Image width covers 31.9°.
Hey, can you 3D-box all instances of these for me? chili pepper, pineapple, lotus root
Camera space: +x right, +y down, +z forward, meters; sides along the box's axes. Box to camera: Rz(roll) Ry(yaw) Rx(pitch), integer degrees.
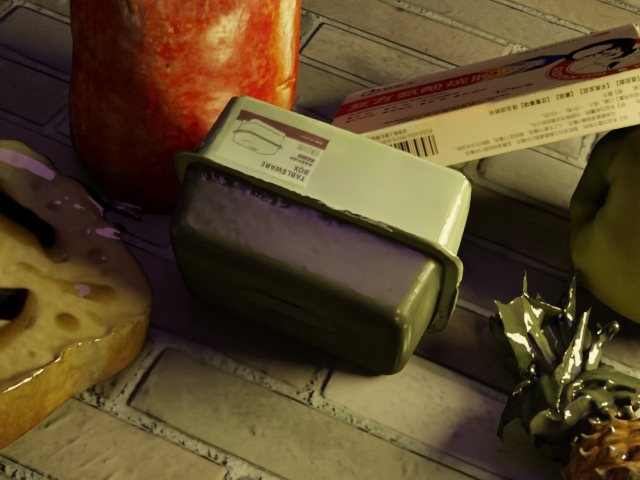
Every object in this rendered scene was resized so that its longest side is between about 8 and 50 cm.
[{"bbox_3d":[-0.148,-0.206,1.209,0.251,0.305,0.229,3,43,-3],"label":"chili pepper"},{"bbox_3d":[0.248,0.168,1.046,0.165,0.166,0.364,-7,39,-18],"label":"pineapple"},{"bbox_3d":[-0.346,0.041,1.049,0.374,0.111,0.390,10,38,-8],"label":"lotus root"}]

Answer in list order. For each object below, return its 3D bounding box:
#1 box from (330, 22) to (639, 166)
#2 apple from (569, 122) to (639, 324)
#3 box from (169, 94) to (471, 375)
[{"bbox_3d":[0.187,-0.149,1.234,0.353,0.069,0.214,-11,19,14],"label":"box"},{"bbox_3d":[0.388,-0.021,1.156,0.262,0.262,0.262,6,45,-6],"label":"apple"},{"bbox_3d":[0.000,0.000,1.097,0.290,0.220,0.166,21,68,10],"label":"box"}]
